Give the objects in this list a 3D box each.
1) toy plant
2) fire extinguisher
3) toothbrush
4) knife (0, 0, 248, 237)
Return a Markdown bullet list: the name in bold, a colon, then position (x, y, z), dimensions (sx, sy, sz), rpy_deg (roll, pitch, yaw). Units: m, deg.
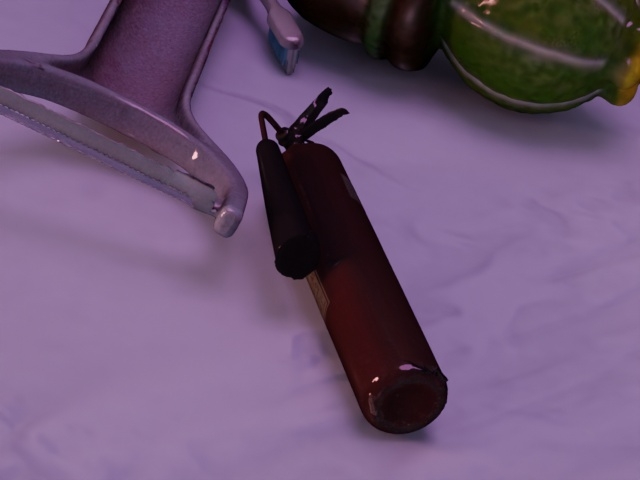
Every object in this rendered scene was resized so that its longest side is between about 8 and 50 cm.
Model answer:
- **toy plant**: position (0.068, -0.107, 0.797), dimensions (0.162, 0.092, 0.093), rpy_deg (24, 31, 7)
- **fire extinguisher**: position (0.000, 0.000, 0.639), dimensions (0.049, 0.035, 0.173), rpy_deg (6, 31, -20)
- **toothbrush**: position (-0.044, -0.134, 0.855), dimensions (0.017, 0.022, 0.204), rpy_deg (-2, 34, -22)
- **knife**: position (-0.072, -0.089, 0.730), dimensions (0.123, 0.053, 0.278), rpy_deg (30, 29, -10)
